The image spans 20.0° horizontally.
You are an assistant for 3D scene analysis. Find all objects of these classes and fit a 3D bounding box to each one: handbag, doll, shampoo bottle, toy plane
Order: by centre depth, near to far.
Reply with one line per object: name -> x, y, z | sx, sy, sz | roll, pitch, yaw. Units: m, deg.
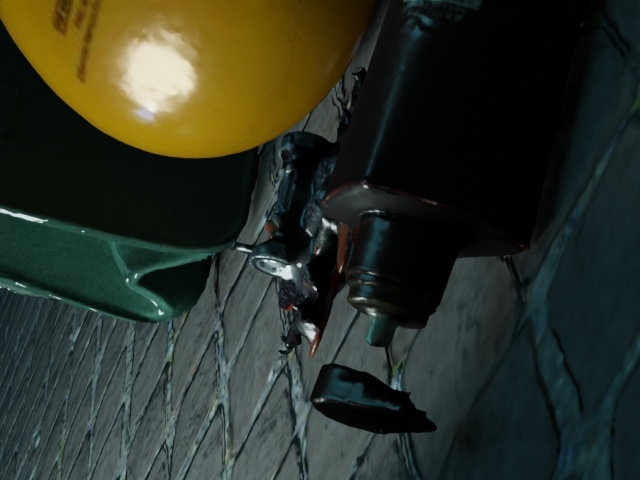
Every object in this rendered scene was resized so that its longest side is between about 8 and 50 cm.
shampoo bottle -> 0.048, -0.048, 0.627 | 0.068, 0.067, 0.236 | -23, 47, 70
toy plane -> -0.003, -0.001, 0.771 | 0.189, 0.061, 0.130 | 140, 146, -64
doll -> -0.045, -0.156, 0.950 | 0.236, 0.213, 0.213 | -25, -26, -44
handbag -> -0.153, -0.113, 1.149 | 0.089, 0.238, 0.326 | 118, 165, -49
